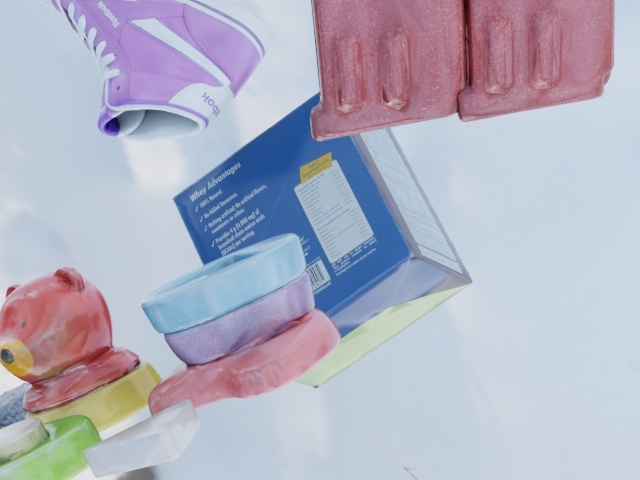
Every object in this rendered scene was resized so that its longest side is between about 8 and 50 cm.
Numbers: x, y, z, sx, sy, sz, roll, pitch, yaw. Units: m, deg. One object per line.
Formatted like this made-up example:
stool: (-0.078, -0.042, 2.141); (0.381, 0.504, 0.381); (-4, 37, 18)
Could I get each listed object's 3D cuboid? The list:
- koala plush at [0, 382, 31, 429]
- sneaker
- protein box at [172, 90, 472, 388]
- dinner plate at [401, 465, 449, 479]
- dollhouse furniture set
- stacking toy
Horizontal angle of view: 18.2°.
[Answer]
koala plush: (-0.280, 0.270, 1.737); (0.203, 0.196, 0.221); (-21, 106, 38)
sneaker: (-0.203, -0.188, 1.920); (0.282, 0.161, 0.102); (22, 159, 27)
protein box: (0.000, 0.000, 1.946); (0.136, 0.200, 0.201); (25, -146, -58)
dinner plate: (0.105, 0.183, 1.224); (0.141, 0.017, 0.141); (43, 177, 2)
dollhouse furniture set: (0.047, -0.263, 0.960); (0.152, 0.201, 0.374); (-7, 124, -2)
stacking toy: (-0.162, 0.084, 1.504); (0.309, 0.279, 0.130); (-20, 97, 31)
